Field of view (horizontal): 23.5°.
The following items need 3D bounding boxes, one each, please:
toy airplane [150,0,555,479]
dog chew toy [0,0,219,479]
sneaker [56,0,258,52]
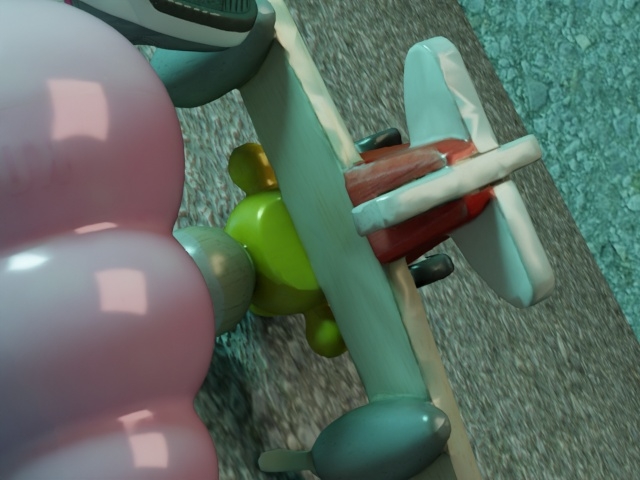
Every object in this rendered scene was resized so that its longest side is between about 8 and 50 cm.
[{"bbox_3d":[0.000,0.000,1.144,0.384,0.272,0.386,81,-19,-44],"label":"toy airplane"},{"bbox_3d":[-0.152,0.037,0.846,0.206,0.206,0.332,8,61,-65],"label":"dog chew toy"},{"bbox_3d":[-0.204,-0.131,1.001,0.295,0.178,0.124,14,37,-19],"label":"sneaker"}]
